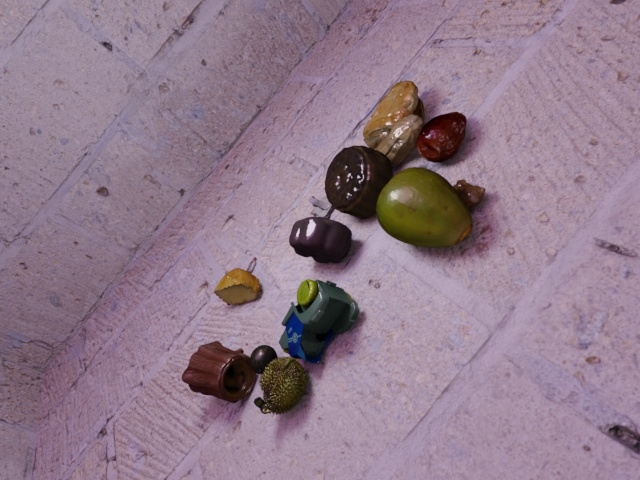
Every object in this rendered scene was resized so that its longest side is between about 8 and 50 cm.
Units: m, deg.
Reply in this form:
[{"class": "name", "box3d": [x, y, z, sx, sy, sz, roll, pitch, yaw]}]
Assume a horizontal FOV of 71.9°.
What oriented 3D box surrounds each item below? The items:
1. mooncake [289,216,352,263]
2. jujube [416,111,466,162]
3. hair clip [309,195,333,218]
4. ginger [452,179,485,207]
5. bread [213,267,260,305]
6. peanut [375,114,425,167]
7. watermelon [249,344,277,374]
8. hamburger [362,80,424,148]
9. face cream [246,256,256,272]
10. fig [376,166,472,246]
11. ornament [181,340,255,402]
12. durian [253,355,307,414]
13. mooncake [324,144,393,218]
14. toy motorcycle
[{"class": "mooncake", "box3d": [0.000, 0.000, 1.745, 0.245, 0.245, 0.133, -4, 64, 46]}, {"class": "jujube", "box3d": [0.464, -0.398, 1.668, 0.168, 0.168, 0.236, 3, 44, 49]}, {"class": "hair clip", "box3d": [0.008, -0.161, 2.041, 0.116, 0.049, 0.172, -57, 38, -2]}, {"class": "ginger", "box3d": [0.489, -0.151, 1.489, 0.096, 0.067, 0.165, -51, 20, 9]}, {"class": "bread", "box3d": [-0.377, 0.205, 2.044, 0.229, 0.143, 0.139, -17, 47, 36]}, {"class": "peanut", "box3d": [0.316, -0.392, 1.797, 0.290, 0.130, 0.130, 131, 157, -55]}, {"class": "watermelon", "box3d": [-0.218, 0.458, 1.661, 0.105, 0.105, 0.133, -28, 22, 29]}, {"class": "hamburger", "box3d": [0.347, -0.527, 1.903, 0.330, 0.162, 0.209, -53, 38, -10]}, {"class": "face cream", "box3d": [-0.339, 0.121, 2.185, 0.040, 0.021, 0.083, -5, 54, 45]}, {"class": "fig", "box3d": [0.345, -0.098, 1.449, 0.326, 0.258, 0.258, 29, 81, 36]}, {"class": "ornament", "box3d": [-0.383, 0.525, 1.723, 0.218, 0.221, 0.235, -1, 13, 44]}, {"class": "durian", "box3d": [-0.121, 0.495, 1.502, 0.159, 0.146, 0.198, -8, 57, 24]}, {"class": "mooncake", "box3d": [0.150, -0.240, 1.781, 0.290, 0.161, 0.290, -17, 68, 51]}, {"class": "toy motorcycle", "box3d": [-0.024, 0.309, 1.547, 0.326, 0.191, 0.200, -56, 35, 17]}]
